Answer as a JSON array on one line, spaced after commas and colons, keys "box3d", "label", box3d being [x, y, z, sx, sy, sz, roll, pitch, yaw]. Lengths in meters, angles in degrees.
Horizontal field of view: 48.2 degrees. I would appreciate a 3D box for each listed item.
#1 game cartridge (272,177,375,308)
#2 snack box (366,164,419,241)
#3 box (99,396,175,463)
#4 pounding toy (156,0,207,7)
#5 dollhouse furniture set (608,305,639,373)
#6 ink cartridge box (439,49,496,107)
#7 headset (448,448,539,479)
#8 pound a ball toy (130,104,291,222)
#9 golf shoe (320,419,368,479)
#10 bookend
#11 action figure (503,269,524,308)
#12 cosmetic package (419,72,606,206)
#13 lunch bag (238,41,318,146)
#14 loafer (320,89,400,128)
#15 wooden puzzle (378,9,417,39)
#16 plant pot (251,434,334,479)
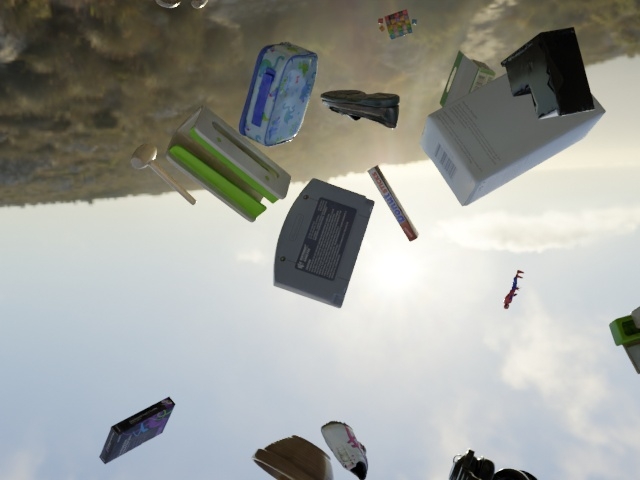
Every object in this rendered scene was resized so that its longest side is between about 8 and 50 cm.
[{"box3d": [0.000, 0.000, 1.708, 0.196, 0.294, 0.060, 21, 155, -3], "label": "game cartridge"}, {"box3d": [0.157, -0.080, 1.538, 0.022, 0.178, 0.064, -31, -178, 15], "label": "snack box"}, {"box3d": [-0.406, 0.422, 1.594, 0.029, 0.116, 0.162, 44, -143, 22], "label": "box"}, {"box3d": [-0.405, -0.647, 1.766, 0.269, 0.154, 0.155, 35, 133, -25], "label": "pounding toy"}, {"box3d": [0.780, 0.168, 1.485, 0.198, 0.151, 0.301, -12, 156, -18], "label": "dollhouse furniture set"}, {"box3d": [0.403, -0.418, 1.987, 0.056, 0.171, 0.235, 14, -155, -8], "label": "ink cartridge box"}, {"box3d": [0.406, 0.622, 1.728, 0.243, 0.185, 0.394, 24, 176, -10], "label": "headset"}, {"box3d": [-0.254, -0.179, 1.698, 0.208, 0.319, 0.135, -35, -151, 34], "label": "pound a ball toy"}, {"box3d": [0.065, 0.502, 1.719, 0.067, 0.186, 0.086, -32, -147, 11], "label": "golf shoe"}, {"box3d": [0.425, -0.295, 1.352, 0.072, 0.157, 0.156, -12, 176, -14], "label": "bookend"}, {"box3d": [0.484, 0.127, 1.798, 0.030, 0.115, 0.038, 26, 150, 17], "label": "action figure"}, {"box3d": [0.464, -0.278, 1.753, 0.385, 0.217, 0.156, -27, 162, -12], "label": "cosmetic package"}, {"box3d": [-0.093, -0.324, 1.584, 0.090, 0.219, 0.176, 26, -154, 17], "label": "lunch bag"}, {"box3d": [0.096, -0.339, 1.851, 0.096, 0.084, 0.267, -23, -154, -34], "label": "loafer"}, {"box3d": [0.163, -0.451, 1.498, 0.083, 0.049, 0.006, -20, -163, -4], "label": "wooden puzzle"}, {"box3d": [-0.051, 0.574, 1.831, 0.237, 0.109, 0.237, 27, 157, 12], "label": "plant pot"}]
